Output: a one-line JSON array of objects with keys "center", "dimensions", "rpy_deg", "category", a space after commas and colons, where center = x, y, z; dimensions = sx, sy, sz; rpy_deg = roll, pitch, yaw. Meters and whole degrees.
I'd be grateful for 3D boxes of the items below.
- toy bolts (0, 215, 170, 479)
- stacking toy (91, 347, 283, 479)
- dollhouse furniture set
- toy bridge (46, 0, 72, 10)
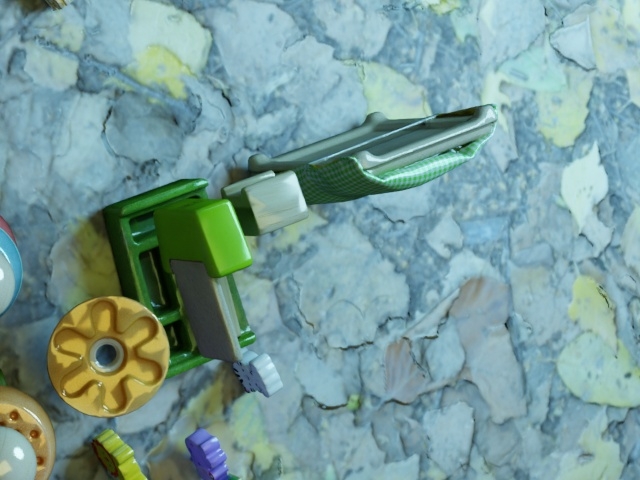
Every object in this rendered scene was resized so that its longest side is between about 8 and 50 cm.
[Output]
[{"center": [-0.226, 0.081, 1.543], "dimensions": [0.218, 0.158, 0.228], "rpy_deg": [-24, 103, -12], "category": "toy bolts"}, {"center": [-0.083, 0.222, 1.731], "dimensions": [0.167, 0.052, 0.221], "rpy_deg": [-33, 111, -25], "category": "stacking toy"}, {"center": [0.000, 0.000, 1.680], "dimensions": [0.301, 0.197, 0.151], "rpy_deg": [-21, 102, -29], "category": "dollhouse furniture set"}, {"center": [-0.264, -0.262, 1.603], "dimensions": [0.063, 0.026, 0.188], "rpy_deg": [-44, 112, -22], "category": "toy bridge"}]
